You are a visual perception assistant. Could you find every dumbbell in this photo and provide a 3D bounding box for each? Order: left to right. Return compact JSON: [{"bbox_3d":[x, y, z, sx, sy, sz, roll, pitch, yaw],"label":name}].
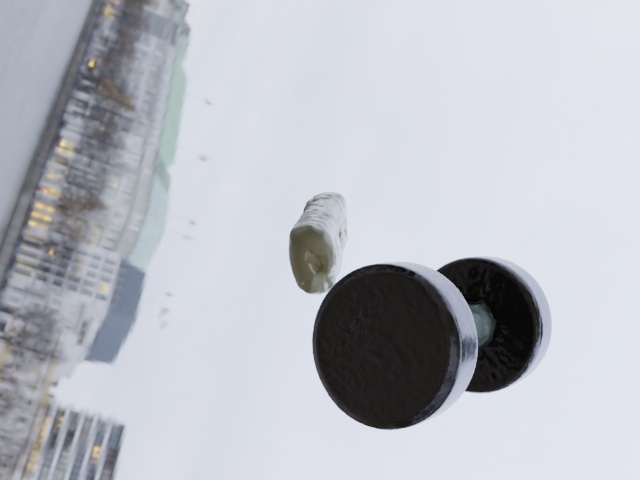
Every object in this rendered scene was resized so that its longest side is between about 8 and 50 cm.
[{"bbox_3d":[0.080,0.061,0.650,0.191,0.100,0.100,-1,118,-60],"label":"dumbbell"}]

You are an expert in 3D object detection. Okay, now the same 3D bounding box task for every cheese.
[{"bbox_3d":[0.000,0.000,0.886,0.194,0.043,0.065,-74,162,-76],"label":"cheese"}]
